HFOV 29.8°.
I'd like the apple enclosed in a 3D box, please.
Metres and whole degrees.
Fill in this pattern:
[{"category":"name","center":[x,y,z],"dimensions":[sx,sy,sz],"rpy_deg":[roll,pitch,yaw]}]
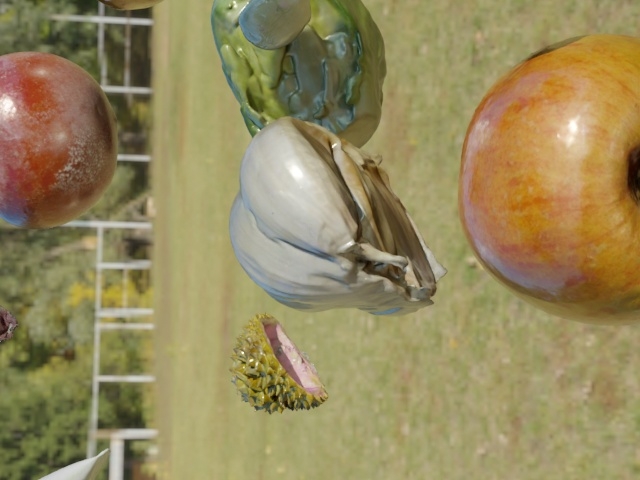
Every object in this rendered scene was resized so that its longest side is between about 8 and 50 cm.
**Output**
[{"category":"apple","center":[0.273,-0.061,1.218],"dimensions":[0.275,0.299,0.299],"rpy_deg":[1,90,57]}]

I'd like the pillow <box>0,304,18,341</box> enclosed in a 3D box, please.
[{"category":"pillow","center":[-0.368,0.046,1.058],"dimensions":[0.185,0.118,0.043],"rpy_deg":[49,155,2]}]

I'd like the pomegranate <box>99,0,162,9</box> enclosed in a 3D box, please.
[{"category":"pomegranate","center":[-0.217,-0.362,1.334],"dimensions":[0.209,0.209,0.209],"rpy_deg":[-178,90,-81]}]

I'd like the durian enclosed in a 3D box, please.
[{"category":"durian","center":[-0.076,0.204,1.991],"dimensions":[0.165,0.132,0.182],"rpy_deg":[-39,65,64]}]

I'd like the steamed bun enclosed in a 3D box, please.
[{"category":"steamed bun","center":[-0.068,-0.342,1.838],"dimensions":[0.112,0.091,0.130],"rpy_deg":[-48,8,1]}]

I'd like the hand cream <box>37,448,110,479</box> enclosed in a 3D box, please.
[{"category":"hand cream","center":[-0.330,0.305,1.009],"dimensions":[0.358,0.118,0.185],"rpy_deg":[-33,-20,-45]}]

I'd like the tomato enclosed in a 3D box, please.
[{"category":"tomato","center":[-0.418,-0.155,1.807],"dimensions":[0.270,0.227,0.270],"rpy_deg":[162,90,-74]}]

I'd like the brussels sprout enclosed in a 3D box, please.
[{"category":"brussels sprout","center":[-0.028,-0.313,2.083],"dimensions":[0.371,0.276,0.315],"rpy_deg":[66,-172,10]}]

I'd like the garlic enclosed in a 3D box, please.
[{"category":"garlic","center":[0.000,0.000,1.028],"dimensions":[0.229,0.143,0.178],"rpy_deg":[43,-161,-48]}]
